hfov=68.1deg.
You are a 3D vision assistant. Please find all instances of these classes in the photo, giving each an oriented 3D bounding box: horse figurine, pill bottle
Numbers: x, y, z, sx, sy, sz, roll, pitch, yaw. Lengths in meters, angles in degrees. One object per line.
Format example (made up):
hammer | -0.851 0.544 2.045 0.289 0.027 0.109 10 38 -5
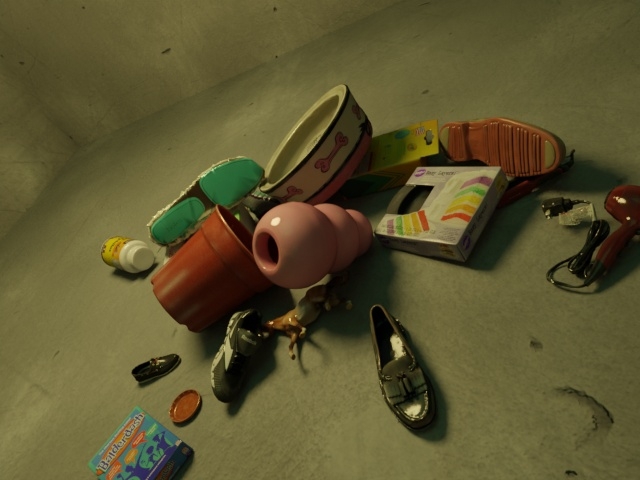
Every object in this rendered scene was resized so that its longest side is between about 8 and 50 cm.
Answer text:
horse figurine | -0.025 0.169 1.126 0.263 0.066 0.174 -44 20 -4
pill bottle | -0.689 0.051 1.700 0.215 0.117 0.117 8 51 41

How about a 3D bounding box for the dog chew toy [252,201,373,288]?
dog chew toy | 0.000 0.000 1.169 0.332 0.206 0.207 -11 18 -42

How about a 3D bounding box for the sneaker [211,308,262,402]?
sneaker | -0.189 0.256 1.103 0.106 0.078 0.234 -38 31 45

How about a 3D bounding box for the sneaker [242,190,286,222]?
sneaker | -0.205 -0.104 1.578 0.224 0.083 0.098 11 58 42

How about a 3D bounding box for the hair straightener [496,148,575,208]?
hair straightener | 0.513 -0.164 1.166 0.230 0.047 0.089 -32 35 8

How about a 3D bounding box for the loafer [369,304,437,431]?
loafer | 0.144 0.237 0.923 0.096 0.084 0.267 -26 36 6

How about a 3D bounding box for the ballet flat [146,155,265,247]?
ballet flat | -0.362 -0.130 1.486 0.409 0.147 0.147 -34 36 -5

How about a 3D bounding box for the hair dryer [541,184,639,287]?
hair dryer | 0.597 -0.009 0.931 0.294 0.080 0.223 -13 55 31

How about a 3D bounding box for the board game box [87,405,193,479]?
board game box | -0.402 0.481 1.049 0.210 0.047 0.160 9 52 42

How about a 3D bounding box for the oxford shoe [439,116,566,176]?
oxford shoe | 0.477 -0.261 1.212 0.147 0.140 0.397 -17 26 -19

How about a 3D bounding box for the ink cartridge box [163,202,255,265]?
ink cartridge box | -0.354 0.001 1.526 0.273 0.114 0.198 -26 36 6

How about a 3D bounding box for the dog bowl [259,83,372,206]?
dog bowl | -0.007 -0.271 1.458 0.408 0.150 0.408 -43 23 23

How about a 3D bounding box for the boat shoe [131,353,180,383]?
boat shoe | -0.436 0.334 1.254 0.133 0.042 0.049 -25 34 5

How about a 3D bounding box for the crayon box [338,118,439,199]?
crayon box | 0.214 -0.249 1.452 0.319 0.081 0.202 -13 39 24

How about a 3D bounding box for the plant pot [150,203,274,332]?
plant pot | -0.286 0.090 1.274 0.265 0.272 0.272 -40 36 2

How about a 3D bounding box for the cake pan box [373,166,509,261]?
cake pan box | 0.292 -0.078 1.176 0.267 0.070 0.245 12 58 50

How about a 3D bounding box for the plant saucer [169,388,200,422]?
plant saucer | -0.320 0.393 1.124 0.084 0.013 0.083 -20 37 16
